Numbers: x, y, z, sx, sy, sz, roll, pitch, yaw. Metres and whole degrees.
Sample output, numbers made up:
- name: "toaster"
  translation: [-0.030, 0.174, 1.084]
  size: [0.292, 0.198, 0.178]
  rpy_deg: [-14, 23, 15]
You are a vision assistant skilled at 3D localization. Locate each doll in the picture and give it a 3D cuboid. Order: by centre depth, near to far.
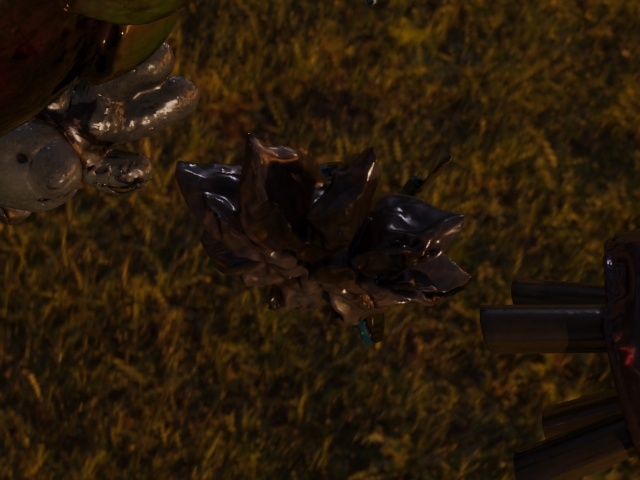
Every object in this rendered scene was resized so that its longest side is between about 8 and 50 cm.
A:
- name: "doll"
  translation: [-0.333, -0.148, 1.823]
  size: [0.340, 0.246, 0.158]
  rpy_deg: [-22, 38, 5]

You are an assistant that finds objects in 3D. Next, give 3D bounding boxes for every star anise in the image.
- name: "star anise"
  translation: [-0.002, -0.001, 1.374]
  size: [0.331, 0.332, 0.118]
  rpy_deg: [17, 59, -5]

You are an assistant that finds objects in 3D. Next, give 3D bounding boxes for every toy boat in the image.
- name: "toy boat"
  translation: [0.023, 0.029, 2.071]
  size: [0.092, 0.299, 0.134]
  rpy_deg: [-10, 23, 13]

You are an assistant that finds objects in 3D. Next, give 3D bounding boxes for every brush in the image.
- name: "brush"
  translation: [0.132, -0.080, 1.728]
  size: [0.034, 0.190, 0.027]
  rpy_deg: [-42, 86, -16]

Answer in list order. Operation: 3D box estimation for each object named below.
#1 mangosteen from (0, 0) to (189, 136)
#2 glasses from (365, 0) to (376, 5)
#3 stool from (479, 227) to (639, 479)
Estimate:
- name: "mangosteen"
  translation: [-0.187, -0.169, 0.609]
  size: [0.300, 0.300, 0.300]
  rpy_deg: [8, 55, -11]
- name: "glasses"
  translation: [0.034, -0.334, 1.227]
  size: [0.189, 0.088, 0.221]
  rpy_deg: [-31, 98, -11]
- name: "stool"
  translation: [0.284, 0.130, 1.326]
  size: [0.178, 0.272, 0.272]
  rpy_deg: [-12, 52, 21]
